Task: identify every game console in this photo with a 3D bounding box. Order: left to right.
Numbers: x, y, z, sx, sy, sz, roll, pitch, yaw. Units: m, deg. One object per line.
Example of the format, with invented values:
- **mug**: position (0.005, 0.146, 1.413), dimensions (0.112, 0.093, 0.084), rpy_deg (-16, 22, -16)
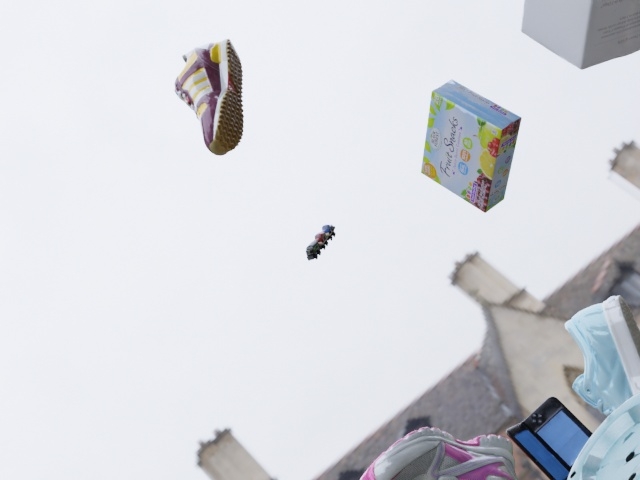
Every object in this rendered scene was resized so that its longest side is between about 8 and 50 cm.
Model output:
- **game console**: position (0.412, 0.350, 1.709), dimensions (0.124, 0.144, 0.085), rpy_deg (-40, -22, -8)

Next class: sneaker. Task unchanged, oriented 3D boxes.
- **sneaker**: position (-0.149, -0.179, 1.285), dimensions (0.083, 0.186, 0.070), rpy_deg (-11, -38, 16)
- **sneaker**: position (0.168, 0.311, 1.255), dimensions (0.252, 0.111, 0.103), rpy_deg (6, -50, -31)
- **sneaker**: position (0.571, 0.299, 1.891), dimensions (0.150, 0.366, 0.135), rpy_deg (-24, -23, 27)

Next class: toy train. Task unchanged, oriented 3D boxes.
- **toy train**: position (0.000, 0.000, 2.152), dimensions (0.158, 0.027, 0.036), rpy_deg (-51, -55, -61)

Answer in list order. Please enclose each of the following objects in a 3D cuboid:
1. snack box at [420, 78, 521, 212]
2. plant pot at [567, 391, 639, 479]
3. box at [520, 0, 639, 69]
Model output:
- **snack box**: position (0.290, -0.185, 1.938), dimensions (0.070, 0.174, 0.207), rpy_deg (-32, -36, -33)
- **plant pot**: position (0.420, 0.301, 1.075), dimensions (0.272, 0.255, 0.271), rpy_deg (-50, 1, 2)
- **box**: position (0.475, -0.488, 1.611), dimensions (0.215, 0.168, 0.345), rpy_deg (-21, -47, -22)
